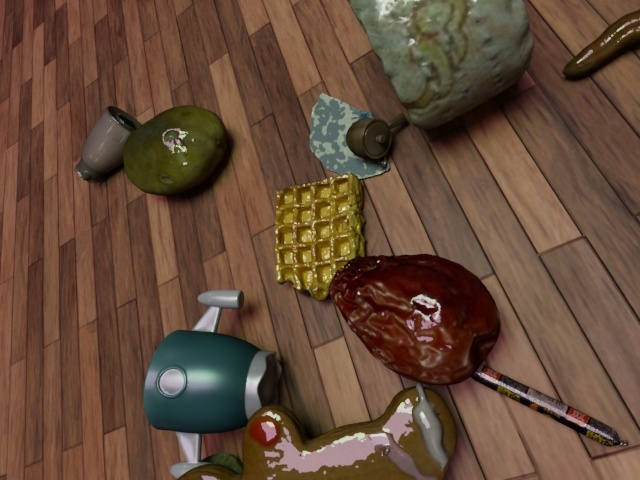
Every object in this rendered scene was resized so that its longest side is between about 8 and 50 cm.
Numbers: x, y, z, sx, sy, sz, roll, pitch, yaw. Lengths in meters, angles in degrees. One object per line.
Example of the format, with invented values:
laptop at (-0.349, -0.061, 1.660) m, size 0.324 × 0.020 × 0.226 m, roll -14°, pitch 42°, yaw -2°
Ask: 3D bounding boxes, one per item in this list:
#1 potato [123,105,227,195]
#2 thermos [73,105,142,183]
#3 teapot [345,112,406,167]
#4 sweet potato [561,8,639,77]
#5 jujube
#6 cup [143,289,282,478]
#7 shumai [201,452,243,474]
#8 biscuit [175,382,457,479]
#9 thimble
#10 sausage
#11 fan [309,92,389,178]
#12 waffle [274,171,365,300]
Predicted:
potato at (-0.314, -0.193, 0.888) m, size 0.228 × 0.148 × 0.197 m, roll 8°, pitch 63°, yaw 32°
thermos at (-0.541, -0.236, 1.053) m, size 0.193 × 0.105 × 0.137 m, roll -46°, pitch 33°, yaw 14°
teapot at (0.102, -0.180, 0.719) m, size 0.110 × 0.085 × 0.080 m, roll -38°, pitch 32°, yaw -20°
sweet potato at (0.438, -0.293, 0.590) m, size 0.182 × 0.054 × 0.053 m, roll -22°, pitch 56°, yaw 22°
jujube at (0.119, 0.093, 0.574) m, size 0.236 × 0.168 × 0.168 m, roll 22°, pitch 85°, yaw 41°
cup at (-0.159, 0.227, 0.663) m, size 0.173 × 0.167 × 0.299 m, roll 2°, pitch 74°, yaw 12°
shumai at (-0.171, 0.414, 0.657) m, size 0.099 × 0.124 × 0.087 m, roll 31°, pitch 131°, yaw 32°
biscuit at (-0.024, 0.358, 0.535) m, size 0.432 × 0.064 × 0.283 m, roll -12°, pitch 78°, yaw 8°
thimble at (0.164, -0.332, 0.606) m, size 0.195 × 0.291 × 0.291 m, roll -26°, pitch 64°, yaw 19°
sausage at (0.272, 0.203, 0.524) m, size 0.198 × 0.028 × 0.025 m, roll 21°, pitch 111°, yaw 30°
fan at (0.044, -0.196, 0.783) m, size 0.131 × 0.009 × 0.240 m, roll -39°, pitch 61°, yaw 11°
waffle at (0.000, 0.000, 0.714) m, size 0.160 × 0.055 × 0.210 m, roll -11°, pitch 68°, yaw 23°
